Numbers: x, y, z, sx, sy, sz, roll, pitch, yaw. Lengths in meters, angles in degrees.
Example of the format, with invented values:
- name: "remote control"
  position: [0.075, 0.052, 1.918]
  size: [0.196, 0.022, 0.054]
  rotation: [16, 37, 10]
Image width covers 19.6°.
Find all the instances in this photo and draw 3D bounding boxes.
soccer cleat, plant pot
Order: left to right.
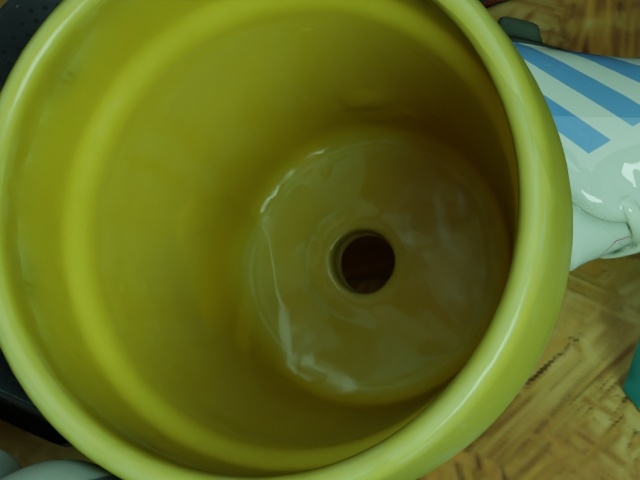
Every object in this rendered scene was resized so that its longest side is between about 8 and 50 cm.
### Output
- name: "plant pot"
  position: [0.000, 0.000, 0.874]
  size: [0.254, 0.239, 0.254]
  rotation: [-2, 81, 15]
- name: "soccer cleat"
  position: [0.189, -0.044, 1.031]
  size: [0.331, 0.116, 0.143]
  rotation: [0, 63, 5]

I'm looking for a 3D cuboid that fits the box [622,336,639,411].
- name: "box"
  position: [0.289, 0.043, 0.994]
  size: [0.244, 0.060, 0.100]
  rotation: [-29, 61, -20]

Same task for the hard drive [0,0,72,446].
- name: "hard drive"
  position: [-0.144, -0.016, 1.000]
  size: [0.172, 0.054, 0.255]
  rotation: [24, 52, 0]

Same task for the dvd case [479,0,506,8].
- name: "dvd case"
  position: [0.081, -0.177, 1.169]
  size: [0.119, 0.013, 0.087]
  rotation: [-21, 59, -15]

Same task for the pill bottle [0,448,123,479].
- name: "pill bottle"
  position: [-0.077, 0.218, 0.765]
  size: [0.361, 0.204, 0.204]
  rotation: [27, 58, 20]
